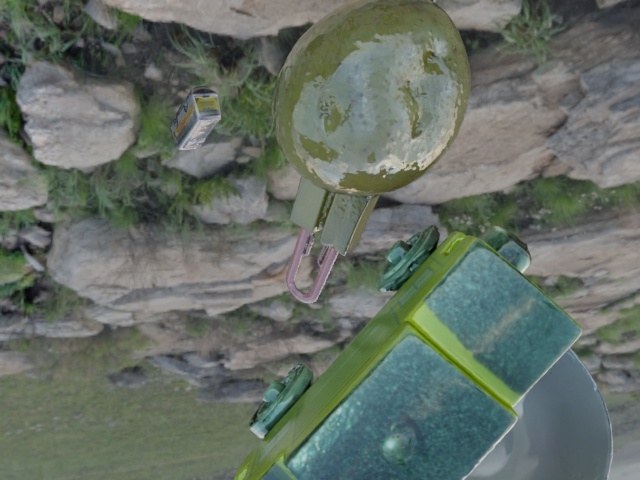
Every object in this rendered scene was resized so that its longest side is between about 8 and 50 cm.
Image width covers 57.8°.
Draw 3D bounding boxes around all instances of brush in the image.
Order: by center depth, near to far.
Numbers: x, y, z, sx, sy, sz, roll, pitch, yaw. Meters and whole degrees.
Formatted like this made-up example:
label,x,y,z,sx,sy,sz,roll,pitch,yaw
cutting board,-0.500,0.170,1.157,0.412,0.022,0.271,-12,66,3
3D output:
label,x,y,z,sx,sy,sz,roll,pitch,yaw
brush,0.000,0.000,0.835,0.047,0.103,0.233,-36,153,-48

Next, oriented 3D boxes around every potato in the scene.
label,x,y,z,sx,sy,sz,roll,pitch,yaw
potato,0.025,-0.111,0.467,0.157,0.157,0.194,10,-178,-31

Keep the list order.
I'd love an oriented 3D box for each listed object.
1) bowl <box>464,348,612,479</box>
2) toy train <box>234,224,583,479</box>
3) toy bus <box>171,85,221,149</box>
label,x,y,z,sx,sy,sz,roll,pitch,yaw
bowl,0.236,0.256,0.811,0.286,0.287,0.144,-3,151,-13
toy train,0.074,0.162,0.621,0.442,0.179,0.272,-49,-178,5
toy bus,-0.239,-0.228,1.106,0.057,0.072,0.172,-10,172,-29
